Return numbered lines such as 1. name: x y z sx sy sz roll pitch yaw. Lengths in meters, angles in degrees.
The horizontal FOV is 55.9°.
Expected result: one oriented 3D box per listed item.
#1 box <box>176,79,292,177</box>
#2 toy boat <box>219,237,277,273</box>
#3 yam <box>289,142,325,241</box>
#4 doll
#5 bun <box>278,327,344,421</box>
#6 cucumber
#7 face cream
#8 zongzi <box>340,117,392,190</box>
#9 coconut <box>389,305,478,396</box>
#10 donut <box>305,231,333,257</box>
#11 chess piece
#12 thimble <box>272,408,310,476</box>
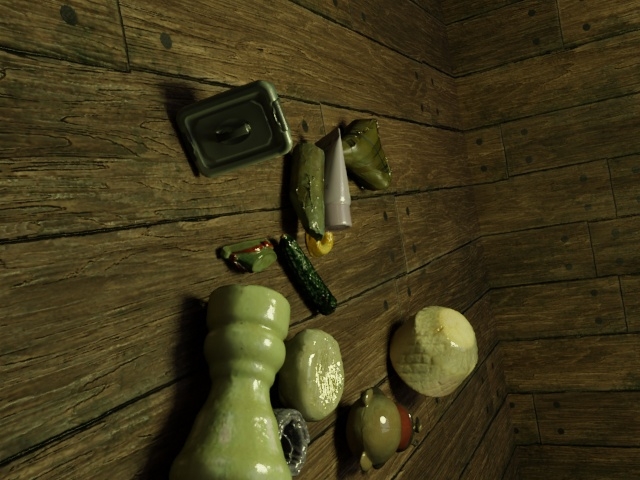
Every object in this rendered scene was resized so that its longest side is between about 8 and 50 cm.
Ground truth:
1. box: -0.176 -0.244 1.294 0.130 0.227 0.162 -72 144 -64
2. toy boat: -0.154 0.031 1.402 0.185 0.071 0.089 -12 135 -62
3. yam: -0.035 -0.128 1.631 0.106 0.106 0.259 34 52 -54
4. doll: 0.185 0.552 1.765 0.330 0.174 0.235 26 66 -58
5. bun: -0.033 0.325 1.471 0.231 0.133 0.231 25 62 -58
6. cucumber: -0.042 0.088 1.599 0.293 0.067 0.068 57 36 -34
7. face cream: 0.029 -0.166 1.705 0.096 0.154 0.274 0 76 -30
8. zongzi: 0.116 -0.228 1.940 0.289 0.123 0.260 -52 130 -42
9. coconut: 0.382 0.388 2.088 0.329 0.328 0.329 26 59 -57
10. donut: 0.000 0.000 1.727 0.108 0.043 0.097 -53 127 -48
11. chess piece: -0.158 0.317 1.180 0.234 0.234 0.442 44 41 -49
12. thimble: -0.099 0.452 1.351 0.150 0.097 0.150 24 62 -56
